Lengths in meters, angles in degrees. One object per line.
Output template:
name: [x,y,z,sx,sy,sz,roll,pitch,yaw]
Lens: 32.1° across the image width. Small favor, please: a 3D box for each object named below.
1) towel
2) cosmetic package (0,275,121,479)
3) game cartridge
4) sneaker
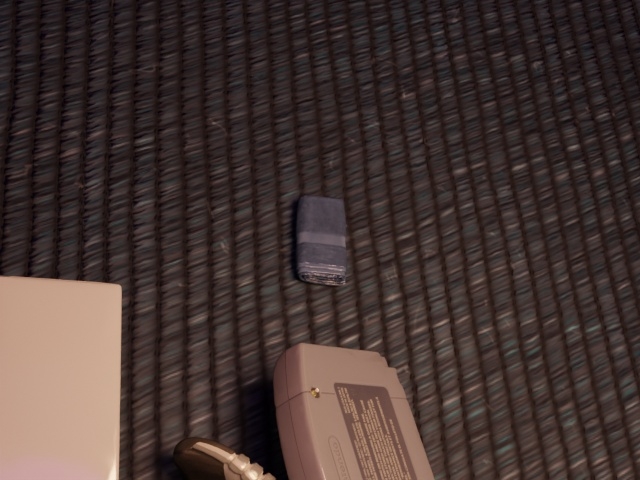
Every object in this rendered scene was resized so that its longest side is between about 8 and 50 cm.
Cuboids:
towel: [0.000,0.000,1.414,0.067,0.029,0.119,8,59,-13]
cosmetic package: [-0.276,0.185,1.098,0.138,0.224,0.224,4,60,-15]
game cartridge: [0.048,0.257,1.211,0.198,0.062,0.297,10,53,-45]
sneaker: [-0.083,0.315,1.170,0.229,0.086,0.132,35,59,3]
